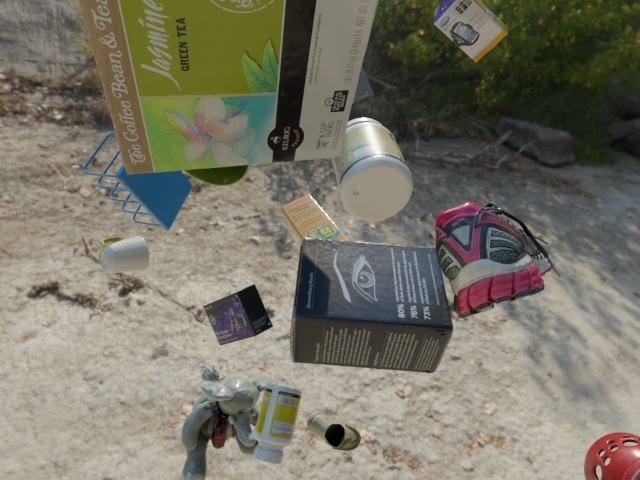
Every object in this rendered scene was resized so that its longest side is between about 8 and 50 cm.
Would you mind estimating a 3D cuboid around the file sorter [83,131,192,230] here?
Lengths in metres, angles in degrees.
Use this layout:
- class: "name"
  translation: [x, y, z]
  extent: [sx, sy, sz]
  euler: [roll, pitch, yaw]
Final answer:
- class: "file sorter"
  translation: [-0.361, -0.121, 0.873]
  extent: [0.104, 0.170, 0.118]
  euler: [8, 60, 21]

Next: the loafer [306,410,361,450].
- class: "loafer"
  translation: [0.060, 0.695, 1.550]
  extent: [0.268, 0.102, 0.092]
  euler: [37, -10, -34]

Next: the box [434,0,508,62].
- class: "box"
  translation: [0.291, -0.428, 0.859]
  extent: [0.136, 0.081, 0.028]
  euler: [37, 52, -13]

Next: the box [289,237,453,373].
- class: "box"
  translation: [0.065, 0.089, 0.622]
  extent: [0.207, 0.108, 0.153]
  euler: [5, 43, 1]

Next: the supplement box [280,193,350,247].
- class: "supplement box"
  translation: [0.000, 0.000, 0.870]
  extent: [0.078, 0.080, 0.233]
  euler: [-26, 42, -11]

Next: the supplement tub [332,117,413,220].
- class: "supplement tub"
  translation: [0.157, -0.241, 1.420]
  extent: [0.228, 0.228, 0.316]
  euler: [5, 41, -11]

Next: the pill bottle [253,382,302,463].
- class: "pill bottle"
  translation: [-0.073, 0.302, 0.723]
  extent: [0.065, 0.065, 0.116]
  euler: [12, 70, 3]

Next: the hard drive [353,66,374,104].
- class: "hard drive"
  translation: [0.075, -0.434, 1.170]
  extent: [0.094, 0.135, 0.022]
  euler: [-22, 9, 13]

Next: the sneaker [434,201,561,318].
- class: "sneaker"
  translation: [0.220, 0.009, 0.551]
  extent: [0.120, 0.112, 0.299]
  euler: [-25, -9, 22]

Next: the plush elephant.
- class: "plush elephant"
  translation: [-0.262, 0.514, 1.295]
  extent: [0.271, 0.255, 0.330]
  euler: [1, 66, -39]

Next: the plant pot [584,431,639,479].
- class: "plant pot"
  translation: [0.717, 0.540, 0.960]
  extent: [0.191, 0.191, 0.174]
  euler: [17, -9, 12]

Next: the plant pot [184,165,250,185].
- class: "plant pot"
  translation: [-0.262, -0.353, 1.242]
  extent: [0.274, 0.275, 0.294]
  euler: [16, 47, 10]

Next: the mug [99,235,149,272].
- class: "mug"
  translation: [-0.338, 0.027, 0.736]
  extent: [0.078, 0.062, 0.064]
  euler: [1, 9, 41]

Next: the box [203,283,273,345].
- class: "box"
  translation: [-0.334, 0.301, 1.742]
  extent: [0.261, 0.184, 0.103]
  euler: [-25, -4, 42]

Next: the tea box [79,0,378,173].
- class: "tea box"
  translation: [-0.120, -0.287, 0.569]
  extent: [0.323, 0.329, 0.220]
  euler: [-8, 54, -15]
